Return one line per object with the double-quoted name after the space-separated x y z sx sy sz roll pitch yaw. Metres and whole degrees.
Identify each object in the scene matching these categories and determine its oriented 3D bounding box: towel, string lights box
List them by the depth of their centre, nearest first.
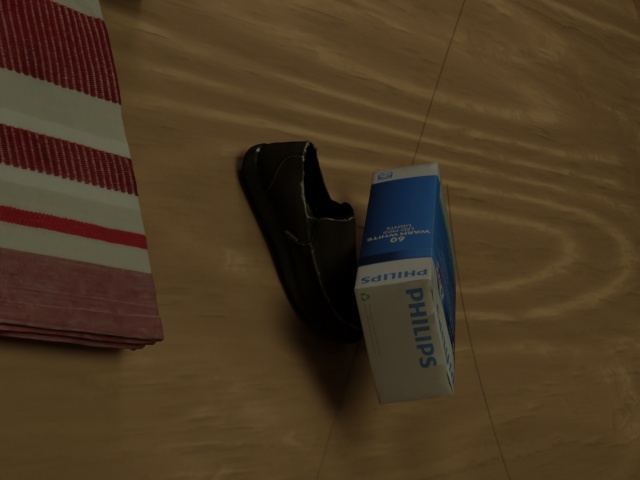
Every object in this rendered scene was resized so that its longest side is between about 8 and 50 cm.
-0.236 -0.079 1.050 0.237 0.037 0.329 14 58 -53 "towel"
0.092 0.036 1.390 0.259 0.077 0.133 -77 157 -62 "string lights box"

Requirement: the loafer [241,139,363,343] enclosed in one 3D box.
0.000 0.000 1.345 0.220 0.078 0.080 63 29 -11 "loafer"
